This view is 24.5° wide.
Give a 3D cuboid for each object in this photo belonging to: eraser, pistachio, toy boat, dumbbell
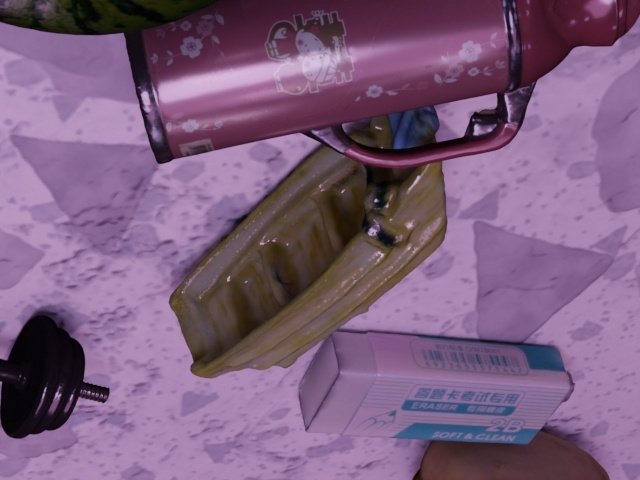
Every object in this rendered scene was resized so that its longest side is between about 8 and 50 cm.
[{"bbox_3d":[0.102,0.131,1.298,0.225,0.052,0.095,6,138,-22],"label":"eraser"},{"bbox_3d":[0.179,0.238,1.398,0.206,0.131,0.129,8,180,-29],"label":"pistachio"},{"bbox_3d":[0.005,0.001,1.083,0.084,0.111,0.276,22,125,-40],"label":"toy boat"},{"bbox_3d":[-0.259,0.096,1.130,0.208,0.099,0.099,17,131,-28],"label":"dumbbell"}]

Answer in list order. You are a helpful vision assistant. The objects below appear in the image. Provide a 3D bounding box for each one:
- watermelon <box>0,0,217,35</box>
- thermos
[{"bbox_3d":[-0.123,-0.228,0.746,0.330,0.189,0.331,-12,141,-10],"label":"watermelon"},{"bbox_3d":[0.049,-0.122,0.938,0.330,0.136,0.109,-12,166,-1],"label":"thermos"}]
